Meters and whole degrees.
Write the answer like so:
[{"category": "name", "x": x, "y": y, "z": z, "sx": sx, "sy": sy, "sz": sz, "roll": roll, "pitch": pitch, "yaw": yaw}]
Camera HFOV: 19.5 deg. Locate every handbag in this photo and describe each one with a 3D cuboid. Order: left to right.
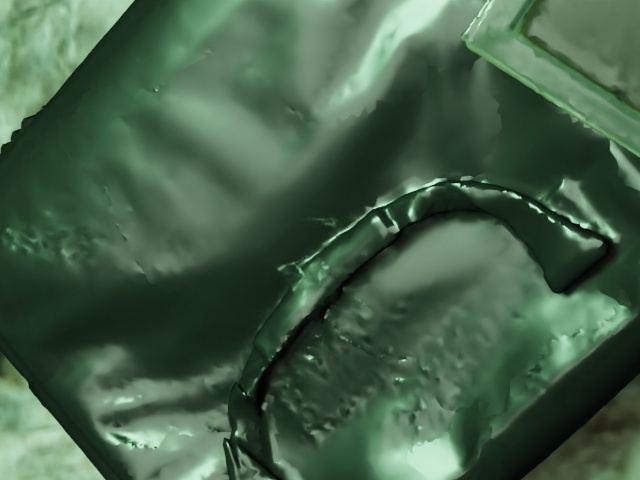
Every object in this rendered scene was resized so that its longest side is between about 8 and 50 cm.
[{"category": "handbag", "x": 0.000, "y": 0.000, "z": 0.734, "sx": 0.275, "sy": 0.088, "sz": 0.244, "roll": -45, "pitch": 78, "yaw": 20}]

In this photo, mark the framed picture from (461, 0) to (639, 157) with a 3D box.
[{"category": "framed picture", "x": 0.204, "y": -0.079, "z": 0.619, "sx": 0.252, "sy": 0.014, "sz": 0.197, "roll": 33, "pitch": 106, "yaw": 1}]
